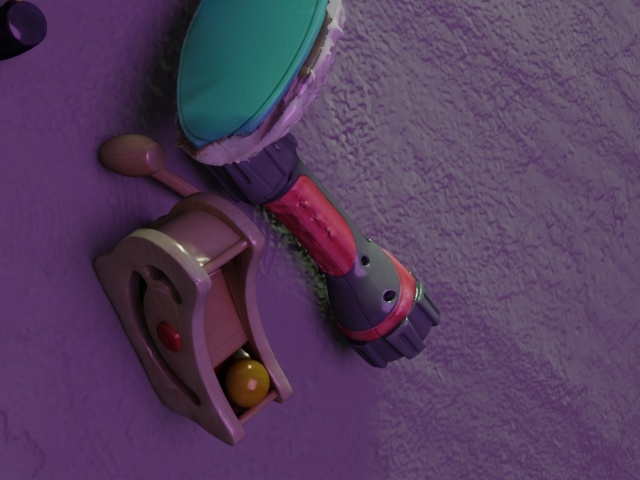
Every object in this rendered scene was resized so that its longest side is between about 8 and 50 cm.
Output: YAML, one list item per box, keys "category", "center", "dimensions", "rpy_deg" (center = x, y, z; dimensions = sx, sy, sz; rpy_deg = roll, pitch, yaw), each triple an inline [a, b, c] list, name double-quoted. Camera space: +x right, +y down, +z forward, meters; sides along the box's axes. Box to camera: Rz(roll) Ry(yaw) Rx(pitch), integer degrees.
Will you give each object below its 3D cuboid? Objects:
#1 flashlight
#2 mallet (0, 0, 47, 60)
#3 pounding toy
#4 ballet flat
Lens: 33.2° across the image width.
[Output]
- category: "flashlight"
  center: [0.000, 0.000, 1.048]
  dimensions: [0.304, 0.103, 0.103]
  rpy_deg: [48, 67, -33]
- category: "mallet"
  center: [-0.229, -0.235, 0.857]
  dimensions: [0.039, 0.062, 0.189]
  rpy_deg: [22, 77, -43]
- category: "pounding toy"
  center: [-0.086, 0.026, 0.934]
  dimensions: [0.155, 0.154, 0.269]
  rpy_deg: [-37, 116, -35]
- category: "ballet flat"
  center: [-0.023, -0.229, 0.971]
  dimensions: [0.147, 0.147, 0.408]
  rpy_deg: [31, 60, -38]
